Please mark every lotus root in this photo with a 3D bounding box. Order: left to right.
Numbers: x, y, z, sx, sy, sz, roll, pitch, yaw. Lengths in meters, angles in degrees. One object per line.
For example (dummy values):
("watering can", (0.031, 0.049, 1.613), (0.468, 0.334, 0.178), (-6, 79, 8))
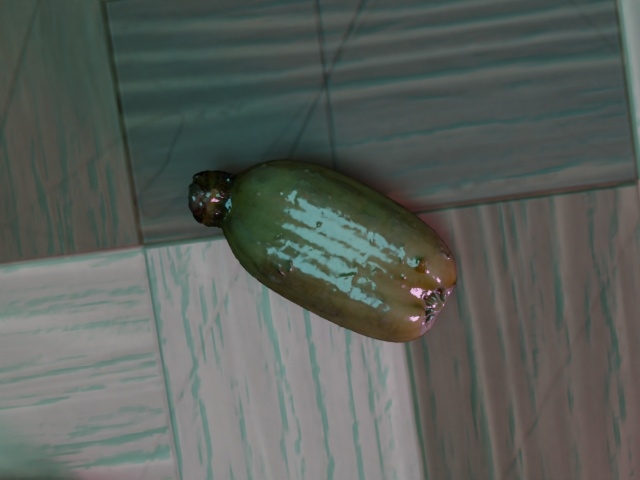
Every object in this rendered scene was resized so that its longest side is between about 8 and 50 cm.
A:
("lotus root", (0.000, 0.000, 1.132), (0.183, 0.077, 0.090), (25, 93, -1))
